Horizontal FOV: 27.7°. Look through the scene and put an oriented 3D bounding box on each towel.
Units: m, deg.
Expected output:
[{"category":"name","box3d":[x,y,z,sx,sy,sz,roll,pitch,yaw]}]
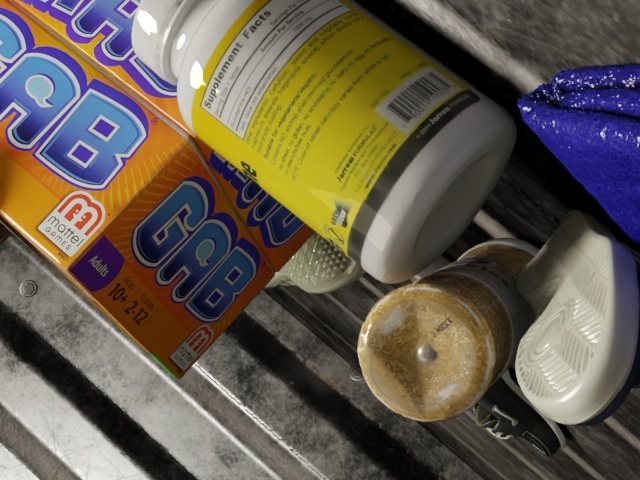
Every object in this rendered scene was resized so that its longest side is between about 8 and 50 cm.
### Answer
[{"category":"towel","box3d":[0.287,0.003,0.934,0.308,0.076,0.228,45,169,-17]}]

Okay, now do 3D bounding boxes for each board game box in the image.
[{"category":"board game box","box3d":[-0.217,-0.126,1.504,0.356,0.356,0.356,37,169,25]}]

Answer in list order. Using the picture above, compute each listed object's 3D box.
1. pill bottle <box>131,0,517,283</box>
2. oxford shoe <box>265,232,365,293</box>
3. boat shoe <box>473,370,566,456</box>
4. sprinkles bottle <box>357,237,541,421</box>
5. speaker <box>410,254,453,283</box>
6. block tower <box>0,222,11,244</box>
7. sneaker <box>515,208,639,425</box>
[{"category":"pill bottle","box3d":[-0.005,-0.128,1.176,0.334,0.188,0.188,39,170,18]},{"category":"oxford shoe","box3d":[0.000,0.000,1.927,0.130,0.169,0.449,2,174,-20]},{"category":"boat shoe","box3d":[0.270,0.251,2.013,0.302,0.091,0.114,47,169,-24]},{"category":"sprinkles bottle","box3d":[0.145,0.076,1.241,0.121,0.121,0.355,40,-162,11]},{"category":"speaker","box3d":[0.182,0.069,1.687,0.136,0.055,0.055,39,170,21]},{"category":"block tower","box3d":[-0.421,-0.020,1.438,0.091,0.097,0.335,42,169,-2]},{"category":"sneaker","box3d":[0.252,0.077,1.065,0.148,0.131,0.350,36,-160,-3]}]
